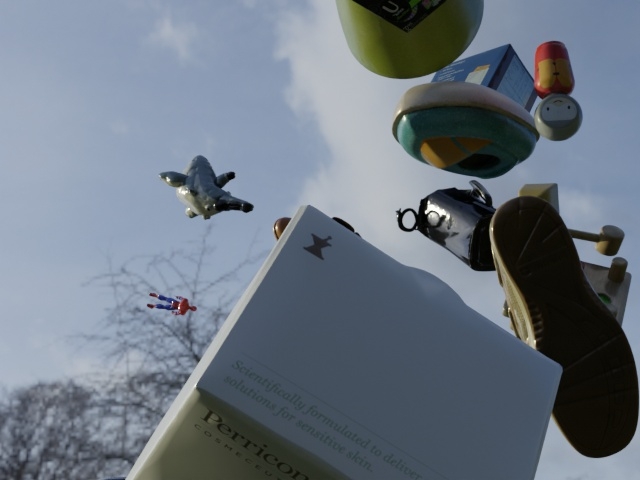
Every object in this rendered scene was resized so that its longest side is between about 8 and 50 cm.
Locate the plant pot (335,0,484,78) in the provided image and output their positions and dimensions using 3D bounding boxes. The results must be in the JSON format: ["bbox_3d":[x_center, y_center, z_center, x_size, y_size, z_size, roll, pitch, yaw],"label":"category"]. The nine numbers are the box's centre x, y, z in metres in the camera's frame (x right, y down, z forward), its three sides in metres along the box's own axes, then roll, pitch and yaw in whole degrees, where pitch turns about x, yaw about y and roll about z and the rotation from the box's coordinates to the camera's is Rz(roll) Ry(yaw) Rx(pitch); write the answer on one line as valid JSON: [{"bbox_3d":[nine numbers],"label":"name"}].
[{"bbox_3d":[0.130,-0.476,1.467,0.275,0.274,0.293,-16,-22,14],"label":"plant pot"}]

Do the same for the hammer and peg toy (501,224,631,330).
[{"bbox_3d":[0.579,0.093,1.933,0.266,0.361,0.127,14,-52,18],"label":"hammer and peg toy"}]

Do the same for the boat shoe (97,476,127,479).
[{"bbox_3d":[-0.434,0.493,1.503,0.301,0.108,0.102,-4,-26,-46],"label":"boat shoe"}]

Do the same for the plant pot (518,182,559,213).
[{"bbox_3d":[0.492,-0.083,1.900,0.082,0.081,0.083,1,14,35],"label":"plant pot"}]

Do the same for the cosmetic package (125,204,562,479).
[{"bbox_3d":[-0.024,0.167,0.589,0.197,0.155,0.365,32,-40,-1],"label":"cosmetic package"}]

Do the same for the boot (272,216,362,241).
[{"bbox_3d":[0.000,0.000,2.147,0.109,0.283,0.220,-39,-14,-23],"label":"boot"}]

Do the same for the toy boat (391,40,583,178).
[{"bbox_3d":[0.265,-0.179,1.290,0.268,0.148,0.318,12,-22,-32],"label":"toy boat"}]

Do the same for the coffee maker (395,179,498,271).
[{"bbox_3d":[0.254,-0.015,1.473,0.171,0.178,0.120,-25,-64,-12],"label":"coffee maker"}]

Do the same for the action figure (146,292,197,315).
[{"bbox_3d":[-0.282,0.123,1.591,0.115,0.038,0.030,7,-12,36],"label":"action figure"}]

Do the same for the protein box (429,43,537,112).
[{"bbox_3d":[0.328,-0.286,1.782,0.200,0.201,0.136,-9,-49,48],"label":"protein box"}]

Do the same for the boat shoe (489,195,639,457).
[{"bbox_3d":[0.312,0.107,1.074,0.122,0.340,0.110,-18,-6,3],"label":"boat shoe"}]

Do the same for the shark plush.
[{"bbox_3d":[-0.132,-0.067,0.993,0.067,0.161,0.073,-42,-65,-16],"label":"shark plush"}]

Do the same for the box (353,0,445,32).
[{"bbox_3d":[0.069,-0.245,0.772,0.083,0.052,0.062,23,-33,-27],"label":"box"}]
